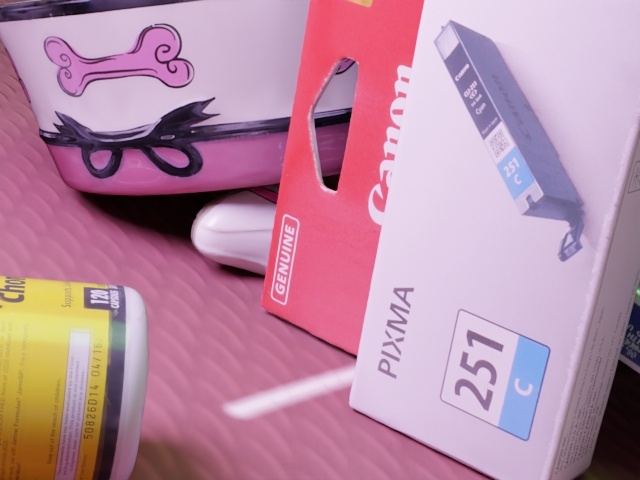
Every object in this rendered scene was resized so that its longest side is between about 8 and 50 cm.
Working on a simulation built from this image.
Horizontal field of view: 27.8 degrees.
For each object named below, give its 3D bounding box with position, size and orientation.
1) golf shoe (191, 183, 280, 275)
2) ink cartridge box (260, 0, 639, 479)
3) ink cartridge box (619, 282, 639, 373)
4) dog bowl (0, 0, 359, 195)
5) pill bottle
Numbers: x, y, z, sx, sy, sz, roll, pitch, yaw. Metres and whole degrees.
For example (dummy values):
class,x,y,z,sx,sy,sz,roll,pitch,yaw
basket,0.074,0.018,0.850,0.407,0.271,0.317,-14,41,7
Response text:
class,x,y,z,sx,sy,sz,roll,pitch,yaw
golf shoe,0.000,0.000,0.945,0.186,0.067,0.086,2,23,-22
ink cartridge box,0.063,-0.038,0.748,0.261,0.296,0.066,23,24,33
ink cartridge box,0.266,0.079,0.806,0.223,0.045,0.224,36,17,24
dog bowl,-0.051,-0.141,1.046,0.408,0.150,0.408,-8,11,2
pill bottle,-0.180,0.066,0.628,0.184,0.103,0.103,6,21,-14
